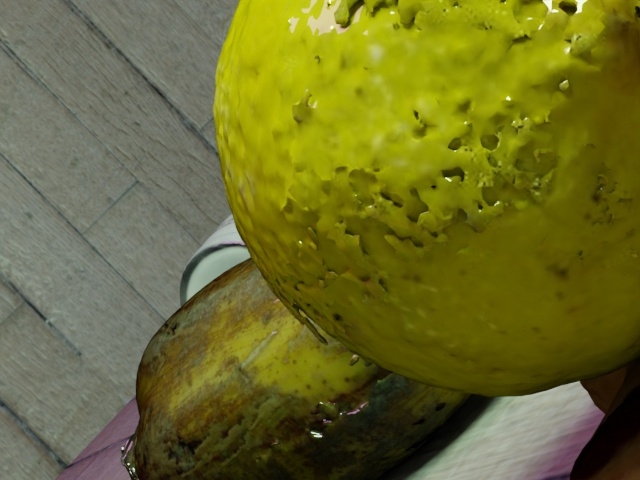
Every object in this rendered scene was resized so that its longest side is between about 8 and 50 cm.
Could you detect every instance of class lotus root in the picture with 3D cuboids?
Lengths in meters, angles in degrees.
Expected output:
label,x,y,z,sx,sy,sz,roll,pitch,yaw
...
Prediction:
label,x,y,z,sx,sy,sz,roll,pitch,yaw
lotus root,-0.016,0.099,1.239,0.397,0.179,0.196,-36,28,40

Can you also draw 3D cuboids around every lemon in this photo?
label,x,y,z,sx,sy,sz,roll,pitch,yaw
lemon,0.078,-0.057,0.766,0.258,0.258,0.310,-44,0,-1

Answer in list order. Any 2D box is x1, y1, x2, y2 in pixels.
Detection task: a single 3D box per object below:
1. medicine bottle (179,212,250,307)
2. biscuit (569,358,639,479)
label,x,y,z,sx,sy,sz,roll,pitch,yaw
medicine bottle,0.000,0.000,1.856,0.190,0.190,0.332,-40,7,40
biscuit,0.263,-0.026,0.809,0.349,0.078,0.455,-38,7,19
